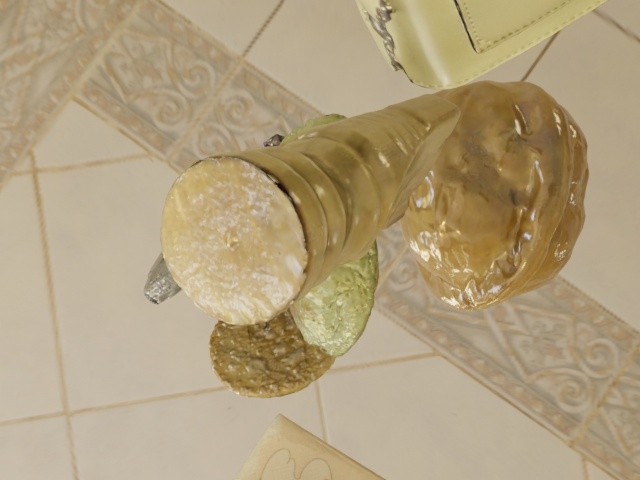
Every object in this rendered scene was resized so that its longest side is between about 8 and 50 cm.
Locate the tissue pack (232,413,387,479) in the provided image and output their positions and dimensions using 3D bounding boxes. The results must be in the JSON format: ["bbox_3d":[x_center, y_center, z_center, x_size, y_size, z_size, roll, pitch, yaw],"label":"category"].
[{"bbox_3d":[0.026,0.401,1.509,0.325,0.071,0.170,28,77,23],"label":"tissue pack"}]

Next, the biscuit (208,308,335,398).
[{"bbox_3d":[-0.061,0.136,1.511,0.220,0.033,0.219,-14,47,15],"label":"biscuit"}]

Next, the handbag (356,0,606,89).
[{"bbox_3d":[0.086,-0.284,0.672,0.237,0.358,0.160,-36,53,1],"label":"handbag"}]

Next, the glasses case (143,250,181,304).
[{"bbox_3d":[-0.200,0.002,1.684,0.109,0.282,0.067,-35,108,34],"label":"glasses case"}]

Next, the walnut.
[{"bbox_3d":[0.295,-0.086,1.794,0.384,0.383,0.383,0,85,1],"label":"walnut"}]

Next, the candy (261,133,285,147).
[{"bbox_3d":[-0.076,-0.032,1.461,0.145,0.070,0.275,23,117,-33],"label":"candy"}]

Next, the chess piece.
[{"bbox_3d":[0.017,-0.042,0.840,0.137,0.301,0.137,14,116,31],"label":"chess piece"}]

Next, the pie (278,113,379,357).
[{"bbox_3d":[0.000,0.000,1.096,0.090,0.201,0.247,-5,80,-17],"label":"pie"}]
